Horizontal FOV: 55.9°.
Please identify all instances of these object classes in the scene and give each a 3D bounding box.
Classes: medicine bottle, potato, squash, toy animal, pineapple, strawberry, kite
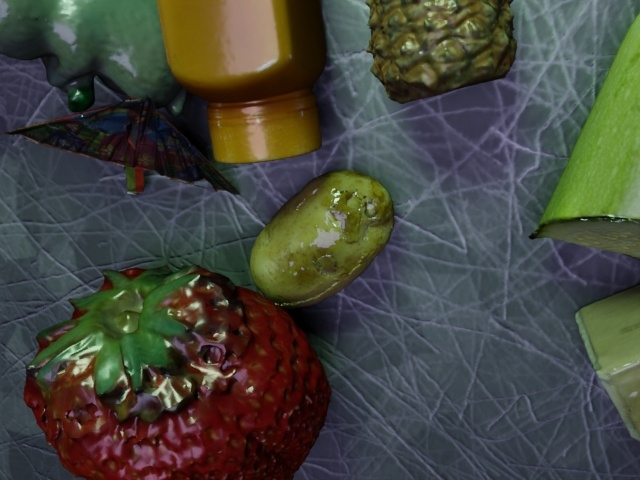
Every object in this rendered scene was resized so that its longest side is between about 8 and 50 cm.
[{"bbox_3d":[-0.061,-0.185,0.523,0.111,0.149,0.222,-2,108,15],"label":"medicine bottle"},{"bbox_3d":[0.000,0.000,0.611,0.170,0.080,0.107,-36,85,23],"label":"potato"},{"bbox_3d":[0.285,-0.108,0.483,0.137,0.137,0.288,18,109,7],"label":"squash"},{"bbox_3d":[-0.235,-0.199,0.523,0.125,0.251,0.127,-19,63,45],"label":"toy animal"},{"bbox_3d":[0.084,-0.244,0.490,0.128,0.128,0.248,-9,102,16],"label":"pineapple"},{"bbox_3d":[-0.131,0.167,0.613,0.250,0.238,0.288,17,141,44],"label":"strawberry"},{"bbox_3d":[-0.193,-0.093,0.599,0.241,0.014,0.183,11,154,-12],"label":"kite"}]

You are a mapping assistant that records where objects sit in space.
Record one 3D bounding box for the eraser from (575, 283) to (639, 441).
[{"bbox_3d":[0.398,0.047,0.496,0.343,0.144,0.078,-28,98,21],"label":"eraser"}]
